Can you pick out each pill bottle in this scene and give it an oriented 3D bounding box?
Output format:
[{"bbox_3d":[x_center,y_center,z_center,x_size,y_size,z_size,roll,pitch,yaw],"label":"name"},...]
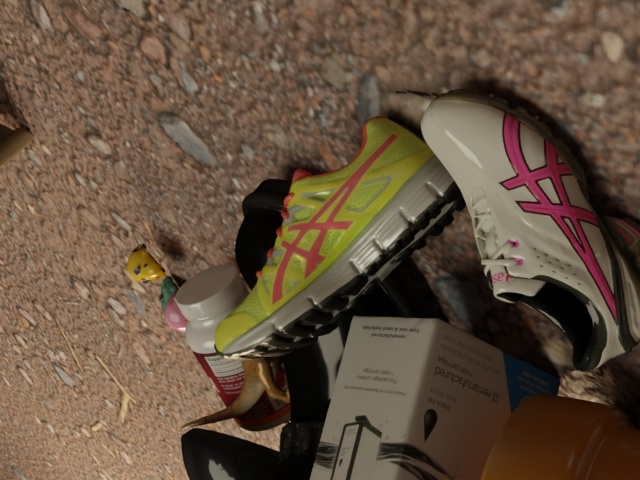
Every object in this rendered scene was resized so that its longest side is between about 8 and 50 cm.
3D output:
[{"bbox_3d":[-0.075,0.101,1.036,0.086,0.086,0.152,7,131,50],"label":"pill bottle"}]

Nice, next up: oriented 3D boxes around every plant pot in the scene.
[{"bbox_3d":[0.216,0.211,0.684,0.188,0.205,0.205,4,131,31],"label":"plant pot"}]

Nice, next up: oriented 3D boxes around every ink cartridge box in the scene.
[{"bbox_3d":[0.073,0.170,0.746,0.148,0.203,0.086,27,161,-38],"label":"ink cartridge box"}]

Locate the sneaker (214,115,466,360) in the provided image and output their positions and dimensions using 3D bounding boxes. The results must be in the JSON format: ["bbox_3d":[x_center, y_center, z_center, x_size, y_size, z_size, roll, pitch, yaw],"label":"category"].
[{"bbox_3d":[0.000,0.000,0.737,0.094,0.208,0.081,51,-170,17],"label":"sneaker"}]

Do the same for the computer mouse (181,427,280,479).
[{"bbox_3d":[-0.015,0.254,1.033,0.272,0.072,0.188,24,162,-19],"label":"computer mouse"}]

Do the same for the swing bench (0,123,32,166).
[{"bbox_3d":[-0.481,-0.189,1.151,0.253,0.165,0.254,23,143,37],"label":"swing bench"}]

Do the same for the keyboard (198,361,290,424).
[{"bbox_3d":[-0.068,0.160,1.165,0.180,0.023,0.108,31,147,30],"label":"keyboard"}]

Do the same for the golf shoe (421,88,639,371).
[{"bbox_3d":[0.121,-0.009,0.631,0.186,0.086,0.067,46,153,6],"label":"golf shoe"}]

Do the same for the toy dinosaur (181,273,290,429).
[{"bbox_3d":[-0.050,0.113,0.966,0.112,0.064,0.211,35,127,29],"label":"toy dinosaur"}]

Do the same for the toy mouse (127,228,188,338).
[{"bbox_3d":[-0.148,0.070,1.113,0.143,0.031,0.161,54,173,-25],"label":"toy mouse"}]

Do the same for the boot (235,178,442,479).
[{"bbox_3d":[-0.010,0.153,0.825,0.348,0.260,0.131,54,151,-12],"label":"boot"}]
